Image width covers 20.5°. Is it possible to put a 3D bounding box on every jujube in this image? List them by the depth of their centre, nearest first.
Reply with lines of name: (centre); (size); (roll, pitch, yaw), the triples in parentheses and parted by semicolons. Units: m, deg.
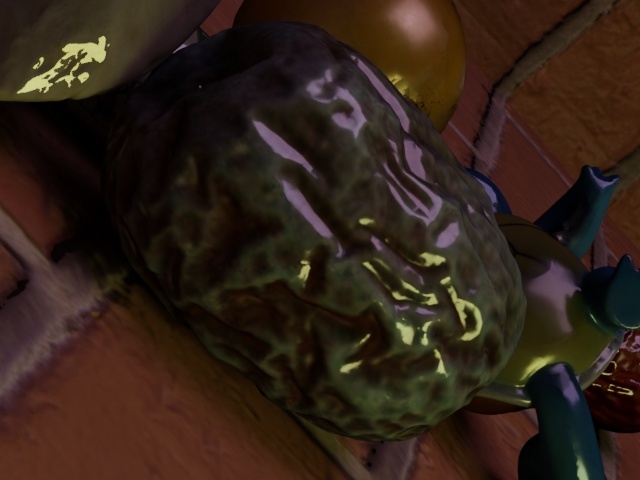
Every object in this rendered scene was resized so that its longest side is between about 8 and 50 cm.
jujube: (0.000, 0.000, 1.228); (0.317, 0.226, 0.226); (49, 14, -21)
jujube: (0.311, 0.126, 1.956); (0.236, 0.168, 0.168); (15, 34, -37)

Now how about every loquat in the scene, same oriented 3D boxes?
loquat: (0.023, -0.166, 1.677); (0.235, 0.235, 0.235); (45, 16, -16)

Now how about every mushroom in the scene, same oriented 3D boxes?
mushroom: (-0.127, -0.193, 1.200); (0.128, 0.350, 0.128); (32, -28, 20)

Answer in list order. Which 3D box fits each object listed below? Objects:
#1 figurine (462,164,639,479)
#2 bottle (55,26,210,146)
figurine: (0.168, 0.057, 1.573); (0.243, 0.298, 0.416); (86, -17, -52)
bottle: (-0.118, -0.108, 1.341); (0.253, 0.120, 0.120); (43, 16, -21)
